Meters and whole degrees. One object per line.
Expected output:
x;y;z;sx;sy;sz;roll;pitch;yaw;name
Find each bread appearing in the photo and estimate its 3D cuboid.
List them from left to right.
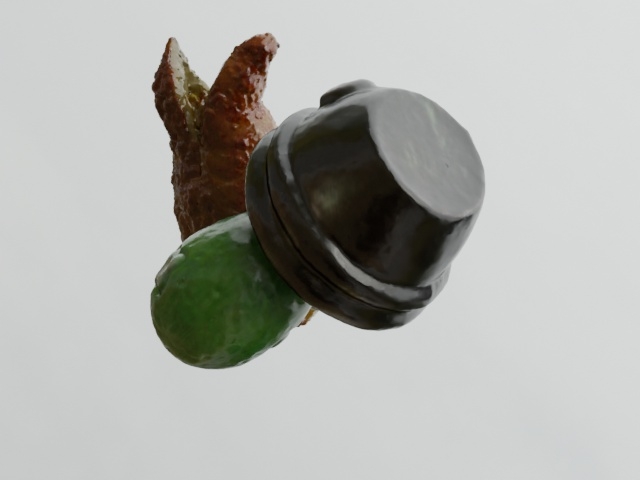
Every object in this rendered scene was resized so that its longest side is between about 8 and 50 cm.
-0.072;-0.045;1.306;0.139;0.095;0.269;-6;-68;30;bread

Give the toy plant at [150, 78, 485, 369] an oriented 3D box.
0.000;0.000;1.117;0.235;0.218;0.175;-41;-104;36;toy plant
